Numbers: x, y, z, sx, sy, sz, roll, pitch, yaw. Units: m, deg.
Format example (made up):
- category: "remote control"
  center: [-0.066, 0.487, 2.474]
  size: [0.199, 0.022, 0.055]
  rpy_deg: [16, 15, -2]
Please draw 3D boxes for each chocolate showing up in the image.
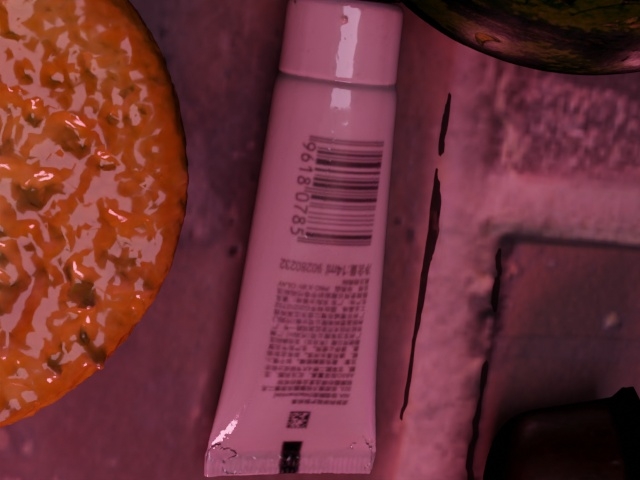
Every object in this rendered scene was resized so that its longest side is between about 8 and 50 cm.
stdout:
- category: "chocolate"
  center: [0.118, 0.149, 0.647]
  size: [0.080, 0.125, 0.149]
  rpy_deg: [6, 58, -7]

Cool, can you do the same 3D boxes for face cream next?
- category: "face cream"
  center: [0.000, 0.000, 0.617]
  size: [0.092, 0.058, 0.244]
  rpy_deg: [3, 101, -22]

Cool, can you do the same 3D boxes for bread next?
- category: "bread"
  center: [-0.125, -0.027, 0.530]
  size: [0.139, 0.143, 0.229]
  rpy_deg: [0, 99, -14]

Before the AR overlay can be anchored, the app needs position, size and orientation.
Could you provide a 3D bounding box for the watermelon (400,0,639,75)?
- category: "watermelon"
  center: [0.120, -0.205, 0.527]
  size: [0.269, 0.269, 0.269]
  rpy_deg: [-2, 97, -15]
